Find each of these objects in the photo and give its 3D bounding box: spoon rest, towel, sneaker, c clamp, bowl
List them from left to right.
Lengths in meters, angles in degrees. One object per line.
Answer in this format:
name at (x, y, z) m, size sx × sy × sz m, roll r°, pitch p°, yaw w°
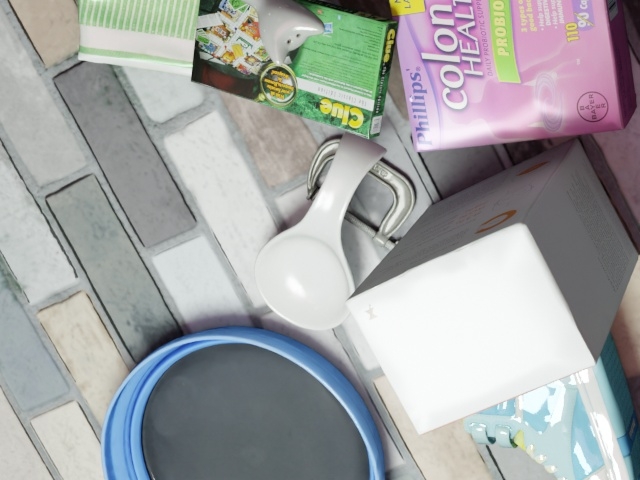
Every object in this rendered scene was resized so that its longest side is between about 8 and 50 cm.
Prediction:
towel at (-0.167, -0.357, 1.843) m, size 0.248 × 0.038 × 0.325 m, roll 8°, pitch 110°, yaw 4°
bowl at (-0.098, 0.297, 2.041) m, size 0.391 × 0.077 × 0.391 m, roll 6°, pitch 109°, yaw 17°
spoon rest at (0.000, 0.000, 1.885) m, size 0.137 × 0.084 × 0.276 m, roll 26°, pitch 124°, yaw 9°
c clamp at (0.044, -0.044, 1.909) m, size 0.161 × 0.022 × 0.137 m, roll 40°, pitch 116°, yaw 2°
sneaker at (0.278, 0.250, 1.873) m, size 0.208 × 0.127 × 0.319 m, roll -14°, pitch 93°, yaw 20°

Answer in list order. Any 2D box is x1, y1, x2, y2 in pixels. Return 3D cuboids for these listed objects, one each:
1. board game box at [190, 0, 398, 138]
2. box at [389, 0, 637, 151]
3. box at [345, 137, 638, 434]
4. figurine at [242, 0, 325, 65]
board game box at (-0.035, -0.216, 1.782) m, size 0.260 × 0.030 × 0.136 m, roll 21°, pitch 110°, yaw 29°
box at (0.216, -0.226, 1.737) m, size 0.243 × 0.117 × 0.213 m, roll -5°, pitch 106°, yaw 21°
box at (0.201, 0.041, 1.705) m, size 0.215 × 0.345 × 0.168 m, roll -26°, pitch 98°, yaw 25°
figurine at (-0.029, -0.321, 1.719) m, size 0.215 × 0.092 × 0.209 m, roll -43°, pitch 64°, yaw 7°
